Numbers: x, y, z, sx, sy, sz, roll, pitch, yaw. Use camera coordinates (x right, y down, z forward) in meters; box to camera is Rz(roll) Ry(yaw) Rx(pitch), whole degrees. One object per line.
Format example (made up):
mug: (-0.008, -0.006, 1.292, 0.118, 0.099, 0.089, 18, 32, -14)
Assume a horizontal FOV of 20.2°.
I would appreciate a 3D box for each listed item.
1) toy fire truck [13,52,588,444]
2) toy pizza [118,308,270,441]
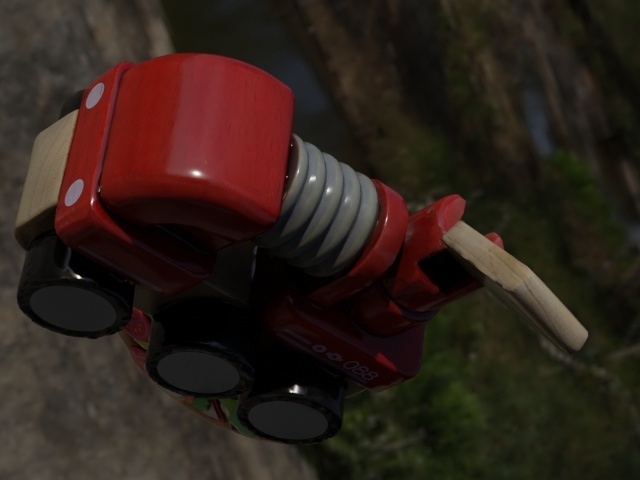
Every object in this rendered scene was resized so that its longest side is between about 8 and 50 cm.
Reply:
toy fire truck: (0.000, 0.000, 0.857, 0.217, 0.246, 0.158, 31, 50, -31)
toy pizza: (-0.091, 0.090, 1.374, 0.032, 0.201, 0.201, -51, 127, -31)
